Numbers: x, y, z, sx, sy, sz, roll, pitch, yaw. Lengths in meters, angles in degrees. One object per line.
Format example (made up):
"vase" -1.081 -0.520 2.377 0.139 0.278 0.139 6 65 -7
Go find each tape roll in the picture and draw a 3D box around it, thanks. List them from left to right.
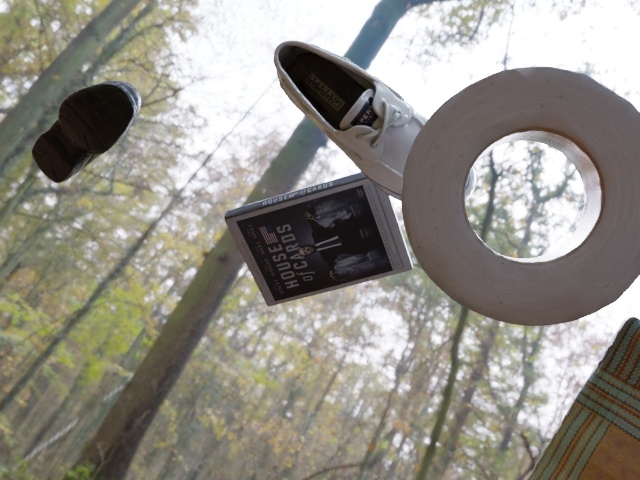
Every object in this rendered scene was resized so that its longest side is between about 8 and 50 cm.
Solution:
"tape roll" 0.181 -0.037 0.622 0.219 0.219 0.072 26 6 8

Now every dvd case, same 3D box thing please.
"dvd case" 0.000 0.000 1.062 0.239 0.029 0.179 -16 -57 10

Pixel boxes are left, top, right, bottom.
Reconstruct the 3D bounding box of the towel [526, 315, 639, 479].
"towel" 0.228 0.259 0.500 0.040 0.370 0.271 27 2 -31

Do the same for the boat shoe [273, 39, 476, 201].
"boat shoe" 0.049 -0.122 0.750 0.258 0.095 0.084 35 4 16

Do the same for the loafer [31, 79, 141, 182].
"loafer" -0.222 -0.115 0.696 0.170 0.061 0.062 -20 -71 42
